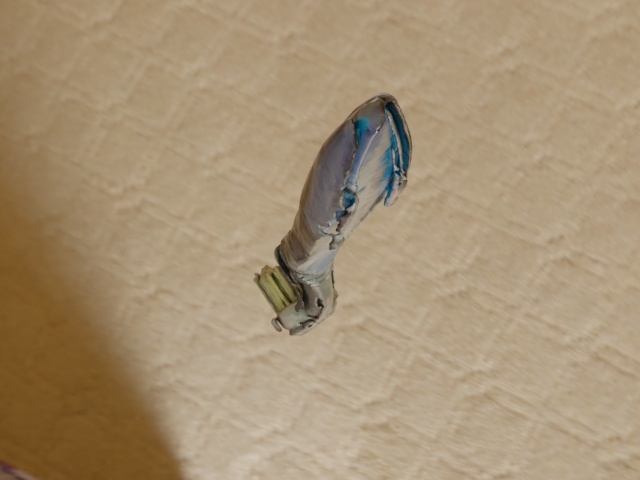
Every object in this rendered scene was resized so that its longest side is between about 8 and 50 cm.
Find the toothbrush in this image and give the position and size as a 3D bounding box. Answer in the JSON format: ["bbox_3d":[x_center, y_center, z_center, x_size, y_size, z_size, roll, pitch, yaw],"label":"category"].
[{"bbox_3d":[0.000,0.000,0.652,0.035,0.413,0.042,-38,86,-9],"label":"toothbrush"}]
